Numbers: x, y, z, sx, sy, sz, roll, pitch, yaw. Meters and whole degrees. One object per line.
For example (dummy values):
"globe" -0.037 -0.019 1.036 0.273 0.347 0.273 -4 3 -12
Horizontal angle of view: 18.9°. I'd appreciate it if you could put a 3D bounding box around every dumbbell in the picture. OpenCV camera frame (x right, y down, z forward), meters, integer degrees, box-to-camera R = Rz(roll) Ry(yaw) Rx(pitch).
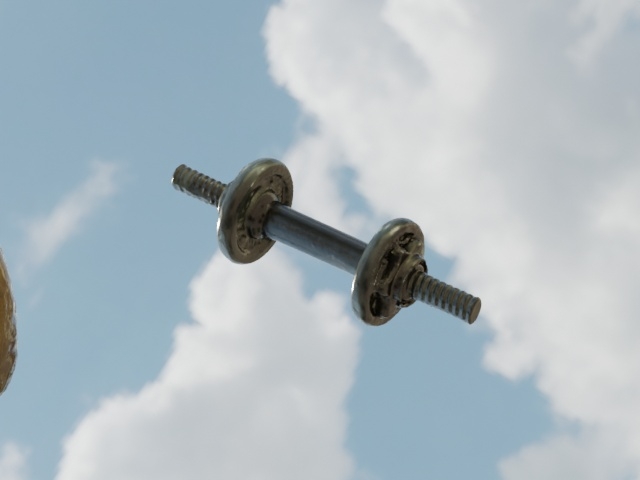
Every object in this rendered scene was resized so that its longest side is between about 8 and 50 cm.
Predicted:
"dumbbell" 0.000 0.000 1.337 0.081 0.254 0.081 -43 -34 -39

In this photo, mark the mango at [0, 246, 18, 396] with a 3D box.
"mango" -0.334 -0.006 1.389 0.193 0.316 0.146 -36 5 42
